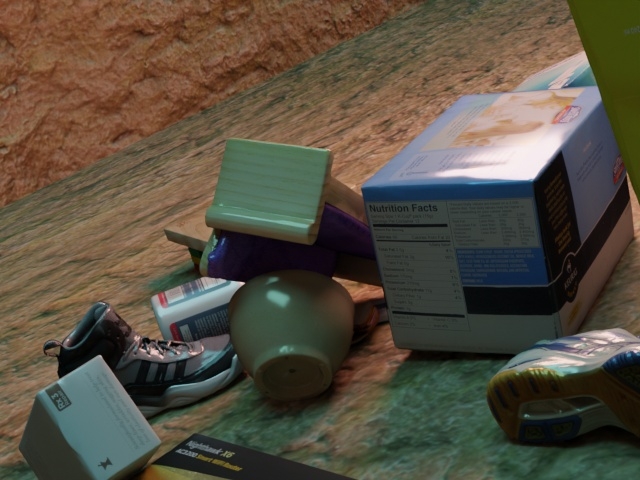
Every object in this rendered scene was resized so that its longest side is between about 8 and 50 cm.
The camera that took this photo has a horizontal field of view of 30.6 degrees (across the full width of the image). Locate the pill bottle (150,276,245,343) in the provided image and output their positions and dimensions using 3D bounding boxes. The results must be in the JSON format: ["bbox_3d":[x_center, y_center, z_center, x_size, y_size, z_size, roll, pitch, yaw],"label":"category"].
[{"bbox_3d":[-0.141,0.100,1.672,0.180,0.108,0.108,-20,18,-7],"label":"pill bottle"}]

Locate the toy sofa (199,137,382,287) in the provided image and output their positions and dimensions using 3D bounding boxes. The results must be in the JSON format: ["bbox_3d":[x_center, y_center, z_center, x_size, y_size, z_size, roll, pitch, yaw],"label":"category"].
[{"bbox_3d":[0.000,0.000,1.541,0.150,0.177,0.362,10,-8,26],"label":"toy sofa"}]

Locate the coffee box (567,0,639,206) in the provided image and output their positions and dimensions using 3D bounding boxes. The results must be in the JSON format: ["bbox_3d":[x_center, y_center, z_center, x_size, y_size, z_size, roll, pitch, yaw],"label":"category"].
[{"bbox_3d":[0.490,-0.235,1.154,0.334,0.338,0.337,-27,11,-26],"label":"coffee box"}]

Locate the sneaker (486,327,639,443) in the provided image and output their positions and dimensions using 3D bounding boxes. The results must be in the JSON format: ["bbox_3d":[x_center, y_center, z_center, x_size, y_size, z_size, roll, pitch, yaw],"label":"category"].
[{"bbox_3d":[0.313,0.129,1.164,0.296,0.112,0.131,-3,23,37],"label":"sneaker"}]

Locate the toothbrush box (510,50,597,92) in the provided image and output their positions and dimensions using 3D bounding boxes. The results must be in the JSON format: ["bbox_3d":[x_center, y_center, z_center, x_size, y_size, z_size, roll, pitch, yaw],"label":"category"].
[{"bbox_3d":[0.409,-0.220,1.977,0.216,0.126,0.295,-23,12,41],"label":"toothbrush box"}]

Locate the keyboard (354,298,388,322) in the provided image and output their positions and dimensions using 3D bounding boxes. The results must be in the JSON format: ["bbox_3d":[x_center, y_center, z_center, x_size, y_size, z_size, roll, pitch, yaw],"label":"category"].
[{"bbox_3d":[0.083,0.097,1.629,0.255,0.014,0.072,-13,14,15],"label":"keyboard"}]

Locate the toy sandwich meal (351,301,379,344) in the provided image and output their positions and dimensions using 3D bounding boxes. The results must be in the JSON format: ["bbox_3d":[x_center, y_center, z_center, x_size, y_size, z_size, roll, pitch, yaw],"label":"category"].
[{"bbox_3d":[0.037,0.110,1.577,0.085,0.029,0.086,-16,33,10],"label":"toy sandwich meal"}]

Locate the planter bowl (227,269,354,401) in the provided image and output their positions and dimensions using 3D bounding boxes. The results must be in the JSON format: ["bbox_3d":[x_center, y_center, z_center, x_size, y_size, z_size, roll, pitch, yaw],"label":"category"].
[{"bbox_3d":[-0.035,0.130,1.451,0.162,0.162,0.109,-14,46,11],"label":"planter bowl"}]

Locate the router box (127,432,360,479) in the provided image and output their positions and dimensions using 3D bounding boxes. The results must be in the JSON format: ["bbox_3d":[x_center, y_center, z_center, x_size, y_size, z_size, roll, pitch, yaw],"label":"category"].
[{"bbox_3d":[-0.107,0.301,1.106,0.243,0.081,0.308,-32,23,-37],"label":"router box"}]

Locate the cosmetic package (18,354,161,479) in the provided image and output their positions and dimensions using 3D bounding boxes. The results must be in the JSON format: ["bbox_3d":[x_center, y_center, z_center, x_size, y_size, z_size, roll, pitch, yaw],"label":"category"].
[{"bbox_3d":[-0.252,0.220,1.256,0.085,0.117,0.231,-32,-8,-30],"label":"cosmetic package"}]

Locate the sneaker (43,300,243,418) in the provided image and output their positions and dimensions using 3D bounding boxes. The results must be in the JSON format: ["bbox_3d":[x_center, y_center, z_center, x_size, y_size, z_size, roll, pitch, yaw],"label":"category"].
[{"bbox_3d":[-0.229,0.145,1.550,0.268,0.153,0.101,-21,19,-8],"label":"sneaker"}]

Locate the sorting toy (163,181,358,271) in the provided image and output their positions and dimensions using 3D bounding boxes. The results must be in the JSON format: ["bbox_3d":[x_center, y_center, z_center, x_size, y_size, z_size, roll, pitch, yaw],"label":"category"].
[{"bbox_3d":[-0.094,-0.017,1.992,0.255,0.089,0.257,-27,20,-25],"label":"sorting toy"}]

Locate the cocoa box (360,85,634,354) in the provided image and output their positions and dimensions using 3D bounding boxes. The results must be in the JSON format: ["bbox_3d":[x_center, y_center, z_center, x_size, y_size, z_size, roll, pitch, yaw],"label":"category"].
[{"bbox_3d":[0.239,-0.037,1.497,0.231,0.228,0.347,-1,25,31],"label":"cocoa box"}]
